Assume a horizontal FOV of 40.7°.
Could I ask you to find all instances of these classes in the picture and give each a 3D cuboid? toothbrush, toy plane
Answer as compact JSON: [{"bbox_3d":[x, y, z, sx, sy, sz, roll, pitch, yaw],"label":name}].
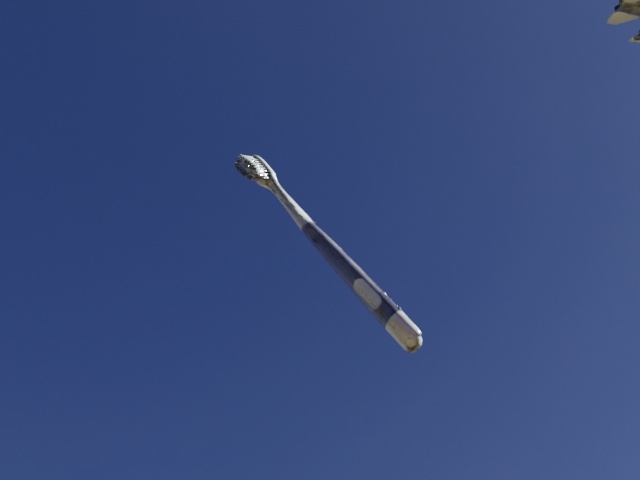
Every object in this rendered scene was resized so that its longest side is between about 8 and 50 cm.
[{"bbox_3d":[0.000,0.000,0.766,0.026,0.288,0.024,15,-64,-46],"label":"toothbrush"},{"bbox_3d":[0.503,-0.304,1.183,0.234,0.082,0.160,19,-20,3],"label":"toy plane"}]
